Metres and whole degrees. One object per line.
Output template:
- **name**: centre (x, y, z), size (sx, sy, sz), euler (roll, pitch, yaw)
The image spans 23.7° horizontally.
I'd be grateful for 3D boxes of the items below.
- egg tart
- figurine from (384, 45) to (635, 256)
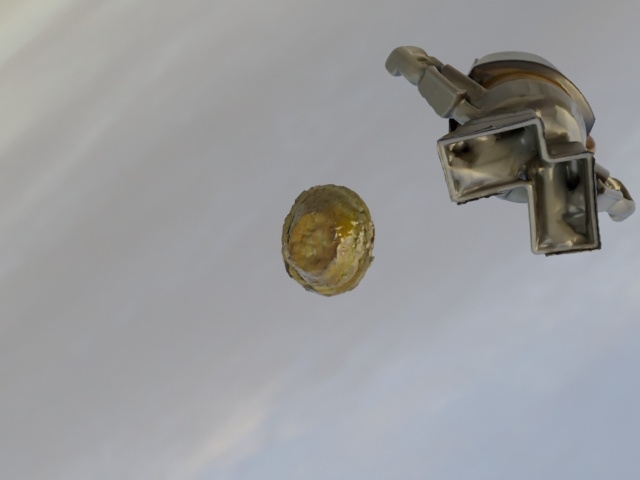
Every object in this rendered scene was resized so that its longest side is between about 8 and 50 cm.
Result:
- **egg tart**: centre (0.000, 0.000, 1.690), size (0.129, 0.129, 0.049), euler (-26, 166, 31)
- **figurine**: centre (0.207, -0.107, 1.570), size (0.143, 0.308, 0.308), euler (-35, -162, 20)
